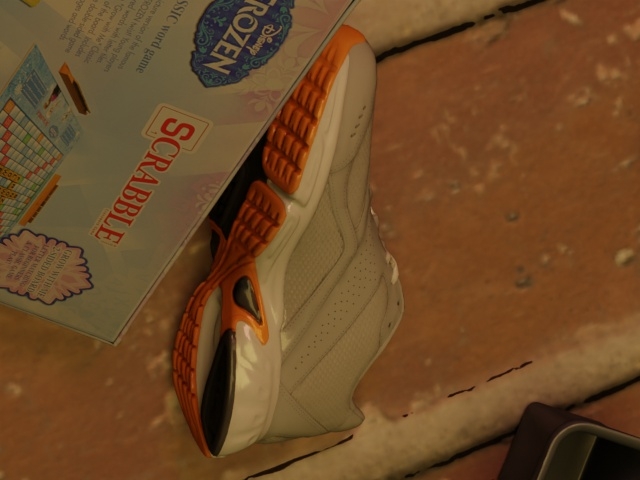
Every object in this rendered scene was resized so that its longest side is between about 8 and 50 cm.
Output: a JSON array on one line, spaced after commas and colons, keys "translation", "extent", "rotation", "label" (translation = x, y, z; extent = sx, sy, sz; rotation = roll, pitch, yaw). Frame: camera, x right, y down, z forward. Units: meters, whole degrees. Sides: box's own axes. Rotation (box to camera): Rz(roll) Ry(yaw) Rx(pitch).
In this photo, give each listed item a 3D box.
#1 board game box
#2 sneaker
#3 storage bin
[{"translation": [-0.182, -0.105, 0.949], "extent": [0.318, 0.066, 0.319], "rotation": [22, 137, -17], "label": "board game box"}, {"translation": [0.000, 0.000, 1.095], "extent": [0.121, 0.099, 0.262], "rotation": [0, 120, -30], "label": "sneaker"}, {"translation": [0.137, 0.163, 1.165], "extent": [0.098, 0.091, 0.135], "rotation": [18, 98, -16], "label": "storage bin"}]
